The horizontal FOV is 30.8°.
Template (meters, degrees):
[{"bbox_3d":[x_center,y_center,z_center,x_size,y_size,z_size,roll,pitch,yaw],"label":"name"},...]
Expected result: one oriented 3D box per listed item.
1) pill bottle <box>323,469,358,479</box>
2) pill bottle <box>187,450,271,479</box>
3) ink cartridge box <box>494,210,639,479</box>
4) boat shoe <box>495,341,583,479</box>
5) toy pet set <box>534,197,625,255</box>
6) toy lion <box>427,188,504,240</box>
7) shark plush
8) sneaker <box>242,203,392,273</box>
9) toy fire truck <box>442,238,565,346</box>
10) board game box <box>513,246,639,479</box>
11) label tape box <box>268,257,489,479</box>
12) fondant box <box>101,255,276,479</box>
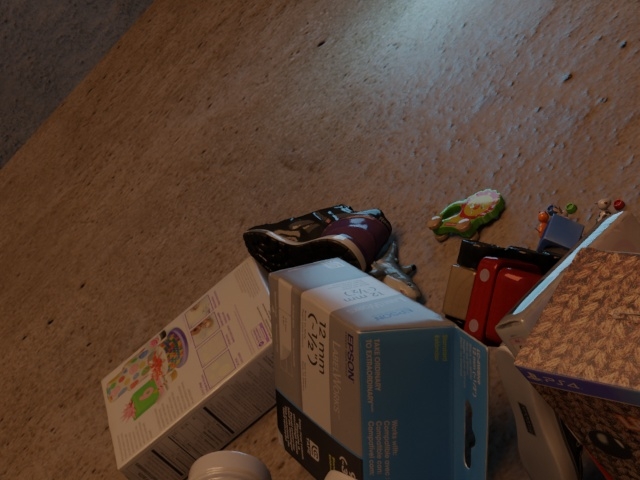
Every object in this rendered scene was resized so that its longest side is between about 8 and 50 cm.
[{"bbox_3d":[-0.013,0.424,1.233,0.188,0.188,0.334,12,66,54],"label":"pill bottle"},{"bbox_3d":[-0.123,0.402,1.445,0.152,0.152,0.272,-29,33,22],"label":"pill bottle"},{"bbox_3d":[0.310,0.116,1.182,0.189,0.232,0.066,-41,5,-27],"label":"ink cartridge box"},{"bbox_3d":[0.249,0.187,1.235,0.076,0.228,0.080,-29,23,-19],"label":"boat shoe"},{"bbox_3d":[0.323,-0.026,1.545,0.122,0.065,0.114,-6,47,46],"label":"toy pet set"},{"bbox_3d":[0.220,-0.040,1.717,0.100,0.034,0.096,6,49,52],"label":"toy lion"},{"bbox_3d":[0.113,0.055,1.727,0.067,0.073,0.161,-15,15,8],"label":"shark plush"},{"bbox_3d":[0.000,0.000,1.873,0.283,0.107,0.124,5,40,47],"label":"sneaker"},{"bbox_3d":[0.284,0.106,1.307,0.246,0.217,0.159,18,97,51],"label":"toy fire truck"},{"bbox_3d":[0.363,0.156,1.059,0.232,0.291,0.141,6,55,52],"label":"board game box"},{"bbox_3d":[0.061,0.191,1.394,0.115,0.249,0.347,-10,20,-24],"label":"label tape box"},{"bbox_3d":[-0.178,0.207,1.801,0.330,0.096,0.238,-39,31,5],"label":"fondant box"}]
